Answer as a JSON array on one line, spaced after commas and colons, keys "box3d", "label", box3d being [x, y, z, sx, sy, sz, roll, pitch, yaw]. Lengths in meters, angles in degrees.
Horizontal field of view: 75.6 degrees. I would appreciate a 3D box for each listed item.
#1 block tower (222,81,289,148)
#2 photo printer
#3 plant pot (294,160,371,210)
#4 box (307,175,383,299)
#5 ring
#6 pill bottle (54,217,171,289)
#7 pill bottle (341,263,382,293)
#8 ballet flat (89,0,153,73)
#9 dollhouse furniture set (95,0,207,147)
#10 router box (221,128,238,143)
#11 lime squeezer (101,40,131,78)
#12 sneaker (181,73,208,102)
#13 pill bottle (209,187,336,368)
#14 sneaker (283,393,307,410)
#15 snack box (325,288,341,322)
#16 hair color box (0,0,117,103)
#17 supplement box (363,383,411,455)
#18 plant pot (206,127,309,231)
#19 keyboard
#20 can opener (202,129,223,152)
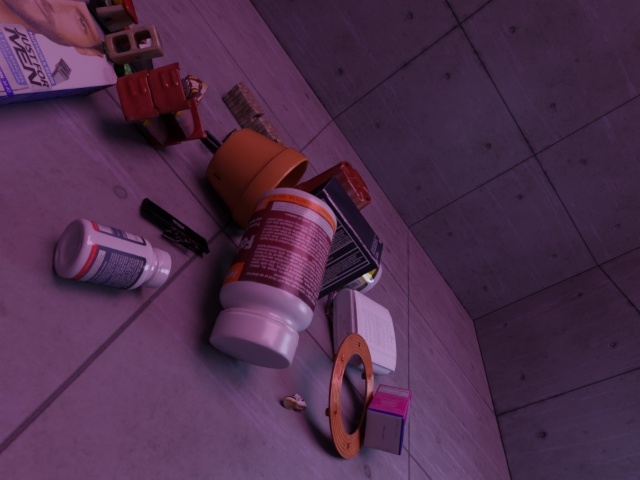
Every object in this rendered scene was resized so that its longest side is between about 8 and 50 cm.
[{"box3d": [-0.261, -0.472, 1.668, 0.335, 0.091, 0.097, 56, 23, -4], "label": "block tower"}, {"box3d": [0.168, 0.337, 1.473, 0.307, 0.107, 0.256, 34, 45, -44], "label": "photo printer"}, {"box3d": [0.045, -0.172, 1.688, 0.272, 0.265, 0.272, 45, 26, -29], "label": "plant pot"}, {"box3d": [0.000, 0.000, 1.346, 0.294, 0.296, 0.183, 53, 24, -13], "label": "box"}, {"box3d": [0.086, 0.437, 1.185, 0.336, 0.032, 0.337, 15, 73, -62], "label": "ring"}, {"box3d": [-0.382, 0.036, 0.779, 0.180, 0.108, 0.108, 27, 38, -51], "label": "pill bottle"}, {"box3d": [0.072, 0.043, 1.575, 0.334, 0.188, 0.188, 48, 25, -24], "label": "pill bottle"}, {"box3d": [-0.569, -0.614, 1.216, 0.280, 0.096, 0.095, 55, 23, -9], "label": "ballet flat"}, {"box3d": [-0.427, -0.451, 1.049, 0.201, 0.152, 0.374, 132, -57, -84], "label": "dollhouse furniture set"}, {"box3d": [-0.303, -0.341, 1.487, 0.092, 0.038, 0.122, 49, 24, -22], "label": "router box"}, {"box3d": [-0.581, -0.472, 1.098, 0.310, 0.058, 0.110, 51, 54, -20], "label": "lime squeezer"}, {"box3d": [-0.439, -0.502, 1.393, 0.084, 0.069, 0.185, 35, 25, -27], "label": "sneaker"}, {"box3d": [-0.108, 0.087, 1.000, 0.224, 0.224, 0.392, 41, 50, -34], "label": "pill bottle"}, {"box3d": [-0.070, 0.408, 1.053, 0.083, 0.032, 0.037, 43, 13, -42], "label": "sneaker"}, {"box3d": [0.054, 0.232, 1.517, 0.064, 0.022, 0.178, 52, 24, -19], "label": "snack box"}, {"box3d": [-0.585, -0.382, 0.826, 0.339, 0.110, 0.185, -67, 143, -64], "label": "hair color box"}, {"box3d": [0.211, 0.538, 1.264, 0.220, 0.113, 0.111, 0, 95, -71], "label": "supplement box"}, {"box3d": [-0.203, -0.196, 1.248, 0.203, 0.291, 0.291, 40, 24, 1], "label": "plant pot"}, {"box3d": [-0.358, -0.022, 1.012, 0.192, 0.038, 0.100, 41, 6, -34], "label": "keyboard"}, {"box3d": [-0.320, -0.296, 1.378, 0.186, 0.073, 0.059, 43, 33, -12], "label": "can opener"}]
